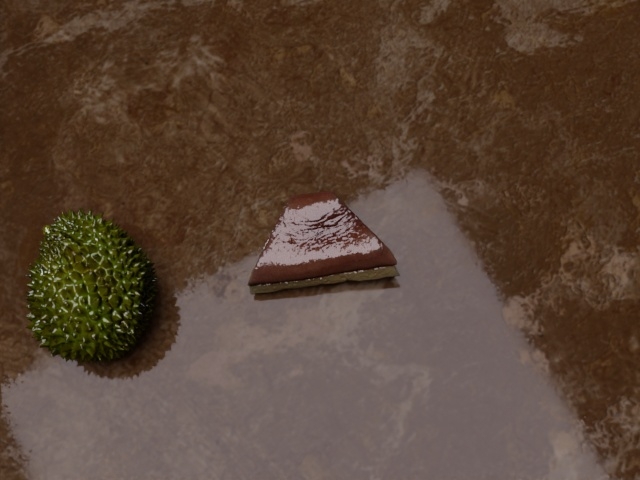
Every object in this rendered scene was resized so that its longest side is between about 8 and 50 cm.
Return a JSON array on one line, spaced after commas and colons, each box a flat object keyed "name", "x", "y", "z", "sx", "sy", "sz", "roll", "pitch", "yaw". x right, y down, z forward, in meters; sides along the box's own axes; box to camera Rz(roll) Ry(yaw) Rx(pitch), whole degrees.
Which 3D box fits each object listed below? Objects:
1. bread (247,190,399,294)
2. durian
[{"name": "bread", "x": 0.000, "y": 0.000, "z": 1.184, "sx": 0.192, "sy": 0.067, "sz": 0.119, "roll": -5, "pitch": 80, "yaw": 5}, {"name": "durian", "x": -0.281, "y": 0.053, "z": 1.151, "sx": 0.159, "sy": 0.146, "sz": 0.198, "roll": 1, "pitch": 75, "yaw": 4}]
